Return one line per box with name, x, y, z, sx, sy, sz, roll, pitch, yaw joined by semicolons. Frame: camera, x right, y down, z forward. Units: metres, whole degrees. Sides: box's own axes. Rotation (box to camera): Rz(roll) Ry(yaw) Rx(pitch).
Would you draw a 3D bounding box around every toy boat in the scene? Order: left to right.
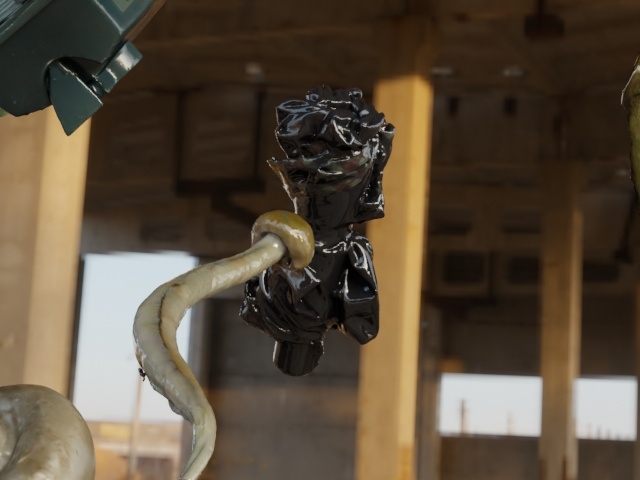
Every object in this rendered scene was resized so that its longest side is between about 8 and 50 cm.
toy boat;-0.152;-0.190;0.996;0.114;0.296;0.122;-32;-69;26

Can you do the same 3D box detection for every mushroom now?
mushroom;-0.312;0.201;1.356;0.204;0.204;0.204;3;-10;1
mushroom;-0.058;0.043;0.795;0.068;0.043;0.306;-7;18;14

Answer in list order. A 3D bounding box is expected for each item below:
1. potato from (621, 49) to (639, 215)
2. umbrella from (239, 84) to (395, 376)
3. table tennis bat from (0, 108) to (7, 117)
potato;0.396;-0.066;1.268;0.242;0.285;0.242;-21;-4;-1
umbrella;0.001;-0.001;1.342;0.122;0.272;0.110;5;23;-12
table tennis bat;-0.370;-0.156;1.239;0.257;0.039;0.160;29;16;20
